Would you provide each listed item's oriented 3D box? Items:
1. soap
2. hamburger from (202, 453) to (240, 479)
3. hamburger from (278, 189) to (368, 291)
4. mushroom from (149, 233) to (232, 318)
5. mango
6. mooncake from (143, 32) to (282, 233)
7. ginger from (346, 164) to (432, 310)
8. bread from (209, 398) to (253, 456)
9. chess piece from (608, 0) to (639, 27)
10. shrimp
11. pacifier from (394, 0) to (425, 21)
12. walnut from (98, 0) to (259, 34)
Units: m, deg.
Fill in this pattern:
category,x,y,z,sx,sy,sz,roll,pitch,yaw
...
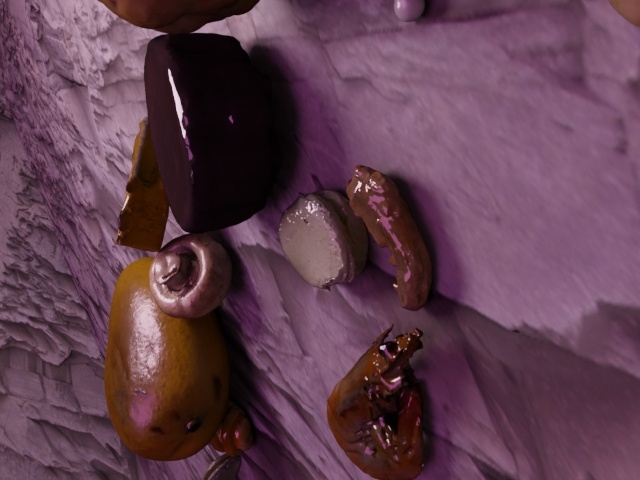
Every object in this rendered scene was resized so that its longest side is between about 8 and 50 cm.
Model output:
category,x,y,z,sx,sy,sz,roll,pitch,yaw
soap,-0.328,-0.091,0.894,0.160,0.080,0.258,122,149,-43
hamburger,-0.242,0.554,1.137,0.054,0.084,0.121,53,138,27
hamburger,0.000,0.000,0.612,0.140,0.062,0.133,-15,93,52
mushroom,-0.243,0.061,0.876,0.166,0.166,0.127,47,177,30
mango,-0.335,0.229,1.003,0.301,0.220,0.445,-48,51,30
mooncake,-0.163,-0.156,0.695,0.283,0.141,0.283,32,127,54
ginger,0.079,-0.005,0.517,0.069,0.051,0.173,-31,77,57
bread,-0.222,0.407,1.053,0.177,0.084,0.119,11,113,46
chess piece,0.213,-0.143,0.229,0.143,0.142,0.261,-46,61,50
shrimp,0.084,0.216,0.590,0.152,0.063,0.287,49,141,26
pacifier,0.076,-0.237,0.425,0.078,0.081,0.099,57,-177,-36
walnut,-0.151,-0.374,0.492,0.285,0.285,0.296,8,73,51
